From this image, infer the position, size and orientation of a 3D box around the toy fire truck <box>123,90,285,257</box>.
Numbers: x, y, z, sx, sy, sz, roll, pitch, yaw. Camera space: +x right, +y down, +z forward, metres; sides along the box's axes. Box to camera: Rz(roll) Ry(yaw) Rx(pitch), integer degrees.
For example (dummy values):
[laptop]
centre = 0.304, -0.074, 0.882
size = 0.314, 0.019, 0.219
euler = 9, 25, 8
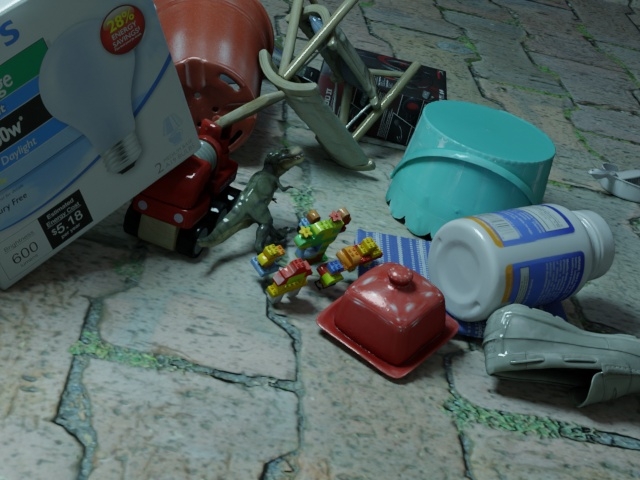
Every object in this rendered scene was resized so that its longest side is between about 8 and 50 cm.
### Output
[toy fire truck]
centre = -0.168, -0.120, 1.652
size = 0.159, 0.246, 0.217
euler = 20, 28, 10

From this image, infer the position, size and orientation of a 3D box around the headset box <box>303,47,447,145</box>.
[headset box]
centre = 0.107, -0.305, 2.282
size = 0.293, 0.110, 0.218
euler = 15, 28, -1

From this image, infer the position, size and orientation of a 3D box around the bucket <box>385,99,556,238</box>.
[bucket]
centre = 0.267, -0.114, 1.928
size = 0.281, 0.183, 0.281
euler = 12, 28, -6

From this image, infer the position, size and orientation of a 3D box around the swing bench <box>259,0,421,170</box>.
[swing bench]
centre = 0.026, -0.299, 2.000
size = 0.165, 0.253, 0.254
euler = 12, 66, 34

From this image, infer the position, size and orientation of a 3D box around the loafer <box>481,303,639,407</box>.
[loafer]
centre = 0.377, 0.184, 1.538
size = 0.320, 0.112, 0.111
euler = 15, 63, -3

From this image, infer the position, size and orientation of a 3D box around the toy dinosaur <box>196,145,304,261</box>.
[toy dinosaur]
centre = -0.093, -0.034, 1.677
size = 0.064, 0.118, 0.268
euler = -12, 30, 41

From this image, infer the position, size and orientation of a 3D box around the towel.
[towel]
centre = 0.218, 0.081, 1.713
size = 0.336, 0.040, 0.243
euler = 10, 30, -7

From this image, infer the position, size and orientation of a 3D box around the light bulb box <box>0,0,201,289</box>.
[light bulb box]
centre = -0.391, -0.201, 1.439
size = 0.358, 0.361, 0.225
euler = -40, 53, -21

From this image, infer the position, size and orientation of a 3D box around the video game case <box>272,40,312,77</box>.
[video game case]
centre = -0.123, -0.423, 2.398
size = 0.193, 0.023, 0.212
euler = 16, 21, -51

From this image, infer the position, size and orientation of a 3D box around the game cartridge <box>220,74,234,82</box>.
[game cartridge]
centre = -0.273, -0.390, 2.315
size = 0.294, 0.060, 0.196
euler = -3, 29, -31

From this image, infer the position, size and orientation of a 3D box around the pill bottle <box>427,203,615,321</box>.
[pill bottle]
centre = 0.308, 0.026, 1.654
size = 0.272, 0.152, 0.152
euler = -9, 36, -34

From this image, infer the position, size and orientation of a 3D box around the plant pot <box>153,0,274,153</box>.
[plant pot]
centre = -0.215, -0.295, 1.969
size = 0.273, 0.272, 0.265
euler = 9, 36, -11

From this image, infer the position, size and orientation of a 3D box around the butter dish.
[butter dish]
centre = 0.101, 0.085, 1.523
size = 0.160, 0.118, 0.160
euler = 34, 45, 26

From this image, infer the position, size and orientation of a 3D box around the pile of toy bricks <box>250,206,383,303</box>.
[pile of toy bricks]
centre = 0.000, 0.000, 1.611
size = 0.212, 0.105, 0.118
euler = -19, 62, -35

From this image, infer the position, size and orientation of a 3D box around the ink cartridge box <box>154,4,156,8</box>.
[ink cartridge box]
centre = -0.418, -0.348, 1.910
size = 0.166, 0.285, 0.395
euler = 2, 30, -22

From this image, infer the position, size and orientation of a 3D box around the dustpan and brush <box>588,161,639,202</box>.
[dustpan and brush]
centre = 0.608, -0.125, 2.252
size = 0.211, 0.060, 0.147
euler = -8, 35, -38
